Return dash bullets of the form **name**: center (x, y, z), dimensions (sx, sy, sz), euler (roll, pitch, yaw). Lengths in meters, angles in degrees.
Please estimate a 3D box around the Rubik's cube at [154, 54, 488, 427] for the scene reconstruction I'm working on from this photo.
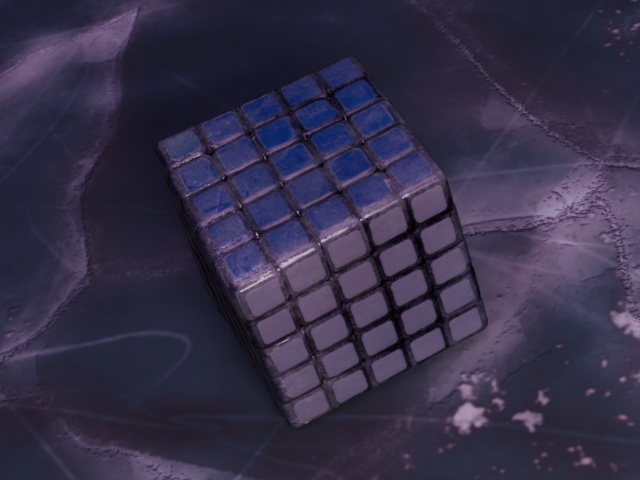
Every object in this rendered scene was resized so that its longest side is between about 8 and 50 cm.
- **Rubik's cube**: center (0.000, 0.000, 1.610), dimensions (0.237, 0.238, 0.237), euler (-26, 45, -6)
